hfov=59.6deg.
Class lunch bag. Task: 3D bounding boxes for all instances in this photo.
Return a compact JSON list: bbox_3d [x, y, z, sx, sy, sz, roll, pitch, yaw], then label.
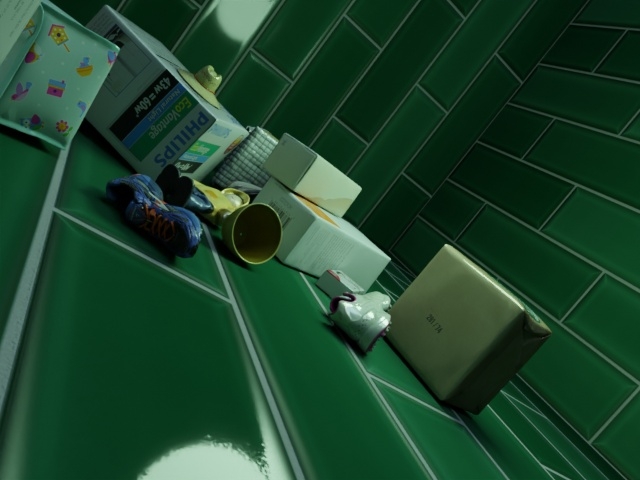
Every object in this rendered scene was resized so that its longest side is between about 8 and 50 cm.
[{"bbox_3d":[-0.514,-0.308,0.936,0.160,0.223,0.262,35,6,35],"label":"lunch bag"}]

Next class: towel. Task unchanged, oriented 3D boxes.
[{"bbox_3d":[-0.187,-0.206,1.792,0.284,0.235,0.121,34,5,-32],"label":"towel"}]

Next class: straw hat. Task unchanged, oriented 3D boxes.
[{"bbox_3d":[-0.271,-0.386,1.344,0.144,0.061,0.144,44,9,-9],"label":"straw hat"}]

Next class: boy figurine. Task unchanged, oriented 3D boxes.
[{"bbox_3d":[-0.260,-0.093,1.332,0.177,0.092,0.285,38,10,25],"label":"boy figurine"}]

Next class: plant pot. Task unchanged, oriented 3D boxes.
[{"bbox_3d":[-0.167,-0.018,1.246,0.095,0.134,0.134,6,-19,48],"label":"plant pot"}]

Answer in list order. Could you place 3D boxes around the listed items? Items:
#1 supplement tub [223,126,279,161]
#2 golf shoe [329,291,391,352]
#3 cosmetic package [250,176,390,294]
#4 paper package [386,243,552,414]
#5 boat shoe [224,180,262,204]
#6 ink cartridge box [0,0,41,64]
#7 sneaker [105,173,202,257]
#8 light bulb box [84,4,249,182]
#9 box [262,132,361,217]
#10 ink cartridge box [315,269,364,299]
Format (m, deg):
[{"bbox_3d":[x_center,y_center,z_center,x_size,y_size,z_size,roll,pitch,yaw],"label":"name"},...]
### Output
[{"bbox_3d":[-0.201,-0.257,2.034,0.228,0.228,0.316,30,11,-43],"label":"supplement tub"},{"bbox_3d":[0.095,0.164,1.361,0.140,0.115,0.306,34,7,0],"label":"golf shoe"},{"bbox_3d":[0.000,0.000,1.692,0.230,0.161,0.453,42,9,35],"label":"cosmetic package"},{"bbox_3d":[0.358,0.224,1.447,0.168,0.309,0.325,31,11,-37],"label":"paper package"},{"bbox_3d":[-0.154,-0.110,1.716,0.285,0.103,0.092,11,32,-26],"label":"boat shoe"},{"bbox_3d":[-0.508,-0.314,0.722,0.261,0.296,0.066,40,7,15],"label":"ink cartridge box"},{"bbox_3d":[-0.294,-0.039,0.970,0.221,0.083,0.087,35,20,24],"label":"sneaker"},{"bbox_3d":[-0.413,-0.338,1.414,0.361,0.225,0.358,46,8,-1],"label":"light bulb box"},{"bbox_3d":[-0.017,-0.187,1.666,0.148,0.121,0.311,39,7,31],"label":"box"},{"bbox_3d":[0.057,0.132,1.564,0.099,0.056,0.135,39,8,16],"label":"ink cartridge box"}]
